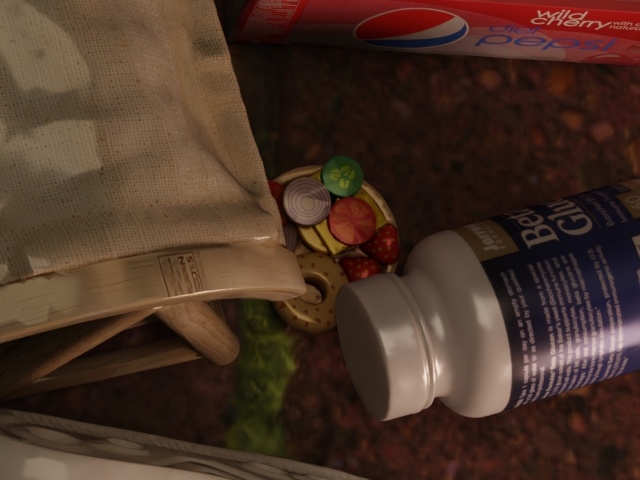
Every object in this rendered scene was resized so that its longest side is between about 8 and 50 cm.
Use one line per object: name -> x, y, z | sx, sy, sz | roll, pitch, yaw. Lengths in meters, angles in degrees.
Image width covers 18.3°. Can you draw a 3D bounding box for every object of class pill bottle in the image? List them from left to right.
pill bottle -> 0.098, 0.033, 0.981 | 0.169, 0.094, 0.094 | -15, 81, -17

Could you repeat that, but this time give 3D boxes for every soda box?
soda box -> 0.084, -0.149, 1.028 | 0.263, 0.083, 0.092 | 2, 77, -13

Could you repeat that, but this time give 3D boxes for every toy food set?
toy food set -> 0.000, 0.000, 1.005 | 0.083, 0.020, 0.082 | -32, 86, -18

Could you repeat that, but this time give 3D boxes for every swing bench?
swing bench -> -0.119, -0.070, 0.871 | 0.165, 0.254, 0.253 | -13, 80, -16

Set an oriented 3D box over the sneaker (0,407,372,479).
sneaker -> -0.053, 0.220, 0.904 | 0.323, 0.130, 0.236 | 15, 91, -22
